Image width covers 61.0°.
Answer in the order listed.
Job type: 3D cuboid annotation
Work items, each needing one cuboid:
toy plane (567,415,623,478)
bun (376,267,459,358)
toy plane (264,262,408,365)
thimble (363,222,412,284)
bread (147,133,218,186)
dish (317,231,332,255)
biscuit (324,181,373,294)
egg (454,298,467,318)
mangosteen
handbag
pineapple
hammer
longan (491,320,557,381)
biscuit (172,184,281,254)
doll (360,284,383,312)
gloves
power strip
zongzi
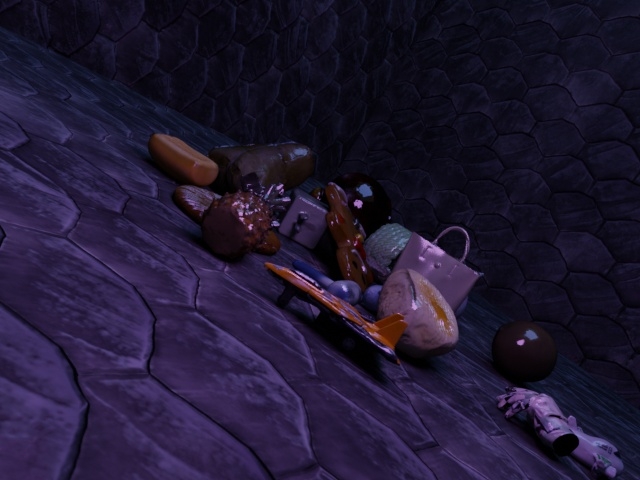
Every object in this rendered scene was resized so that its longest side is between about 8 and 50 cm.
[{"bbox_3d":[0.641,0.495,1.291,0.174,0.080,0.174,33,10,-7],"label":"toy plane"},{"bbox_3d":[0.220,0.182,1.320,0.244,0.153,0.244,47,21,-24],"label":"bun"},{"bbox_3d":[0.017,0.144,1.096,0.316,0.103,0.204,24,8,-3],"label":"toy plane"},{"bbox_3d":[0.243,0.051,1.890,0.150,0.219,0.219,37,11,36],"label":"thimble"},{"bbox_3d":[-0.408,-0.228,1.592,0.217,0.098,0.147,33,11,22],"label":"bread"},{"bbox_3d":[0.000,0.000,1.842,0.039,0.091,0.137,-16,19,-10],"label":"dish"},{"bbox_3d":[0.100,0.011,1.647,0.283,0.064,0.432,60,14,-27],"label":"biscuit"},{"bbox_3d":[0.378,0.172,1.742,0.196,0.196,0.271,28,12,-20],"label":"egg"},{"bbox_3d":[0.088,-0.104,2.003,0.346,0.307,0.307,2,8,6],"label":"mangosteen"},{"bbox_3d":[0.322,0.099,1.570,0.241,0.315,0.109,36,13,25],"label":"handbag"},{"bbox_3d":[-0.158,-0.069,1.268,0.141,0.170,0.310,-8,14,20],"label":"pineapple"},{"bbox_3d":[0.007,0.102,1.347,0.194,0.070,0.116,31,10,23],"label":"hammer"},{"bbox_3d":[0.623,0.340,1.667,0.196,0.197,0.220,35,1,20],"label":"longan"},{"bbox_3d":[-0.242,-0.060,1.445,0.318,0.040,0.318,31,9,-6],"label":"biscuit"},{"bbox_3d":[0.185,0.189,1.470,0.180,0.120,0.075,42,50,-23],"label":"doll"},{"bbox_3d":[0.505,0.402,1.269,0.127,0.111,0.212,22,21,-24],"label":"gloves"},{"bbox_3d":[-0.051,-0.066,1.754,0.140,0.139,0.224,30,10,-13],"label":"power strip"},{"bbox_3d":[-0.134,-0.196,1.703,0.356,0.174,0.393,-13,28,-27],"label":"zongzi"}]
